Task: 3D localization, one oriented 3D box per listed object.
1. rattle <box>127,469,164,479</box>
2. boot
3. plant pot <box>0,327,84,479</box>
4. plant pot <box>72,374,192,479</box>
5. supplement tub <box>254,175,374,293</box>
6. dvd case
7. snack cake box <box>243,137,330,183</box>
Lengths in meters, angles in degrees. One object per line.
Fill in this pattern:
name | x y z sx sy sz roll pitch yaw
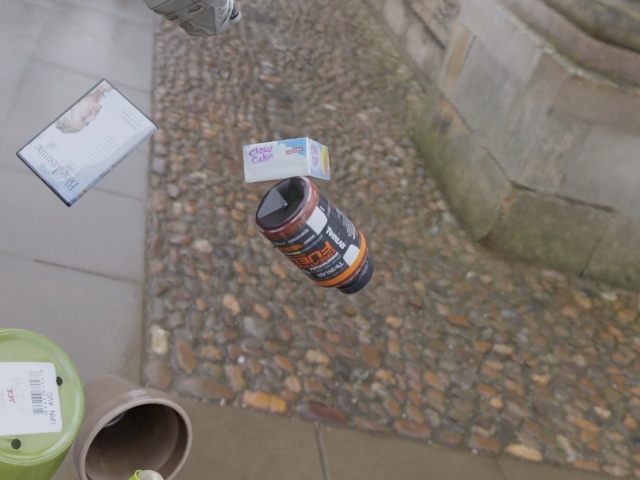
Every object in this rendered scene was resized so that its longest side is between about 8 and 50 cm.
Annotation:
rattle | -0.287 0.521 1.634 0.199 0.130 0.143 15 -27 51
boot | -0.161 -0.390 1.353 0.258 0.095 0.123 -2 -27 47
plant pot | -0.386 0.204 0.935 0.274 0.293 0.275 27 48 -35
plant pot | -0.455 0.424 1.987 0.263 0.263 0.229 2 18 -35
supplement tub | 0.000 0.000 1.288 0.198 0.106 0.106 44 8 -38
dvd case | -0.494 -0.211 1.850 0.180 0.253 0.022 41 -13 19
snack cake box | -0.075 -0.181 2.065 0.152 0.089 0.264 -5 1 10
